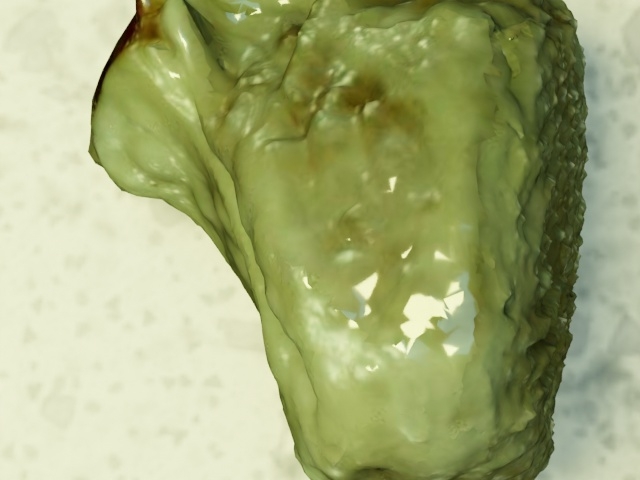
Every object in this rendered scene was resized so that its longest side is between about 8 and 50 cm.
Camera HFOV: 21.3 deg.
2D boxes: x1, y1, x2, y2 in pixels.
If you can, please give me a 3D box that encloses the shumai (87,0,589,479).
[{"bbox_3d":[0.000,0.000,0.714,0.222,0.225,0.260,0,45,9],"label":"shumai"}]
